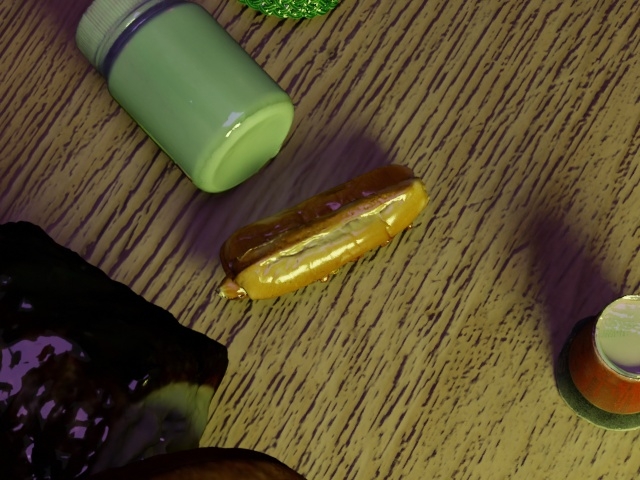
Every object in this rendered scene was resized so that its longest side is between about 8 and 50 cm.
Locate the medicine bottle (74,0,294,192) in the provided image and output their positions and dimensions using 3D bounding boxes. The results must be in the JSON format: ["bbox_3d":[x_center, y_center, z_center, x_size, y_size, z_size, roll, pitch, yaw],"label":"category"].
[{"bbox_3d":[-0.145,-0.171,1.724,0.139,0.139,0.225,-40,74,-14],"label":"medicine bottle"}]

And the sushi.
[{"bbox_3d":[-0.266,0.156,1.524,0.294,0.281,0.299,33,80,19],"label":"sushi"}]

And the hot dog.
[{"bbox_3d":[0.000,0.000,1.692,0.249,0.076,0.102,-26,34,-11],"label":"hot dog"}]

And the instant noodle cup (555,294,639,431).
[{"bbox_3d":[0.305,0.114,1.610,0.127,0.136,0.127,0,70,0],"label":"instant noodle cup"}]

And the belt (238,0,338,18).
[{"bbox_3d":[-0.042,-0.307,1.814,0.151,0.079,0.121,9,58,-8],"label":"belt"}]

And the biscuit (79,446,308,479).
[{"bbox_3d":[-0.175,0.318,1.399,0.407,0.407,0.091,-26,59,-9],"label":"biscuit"}]
